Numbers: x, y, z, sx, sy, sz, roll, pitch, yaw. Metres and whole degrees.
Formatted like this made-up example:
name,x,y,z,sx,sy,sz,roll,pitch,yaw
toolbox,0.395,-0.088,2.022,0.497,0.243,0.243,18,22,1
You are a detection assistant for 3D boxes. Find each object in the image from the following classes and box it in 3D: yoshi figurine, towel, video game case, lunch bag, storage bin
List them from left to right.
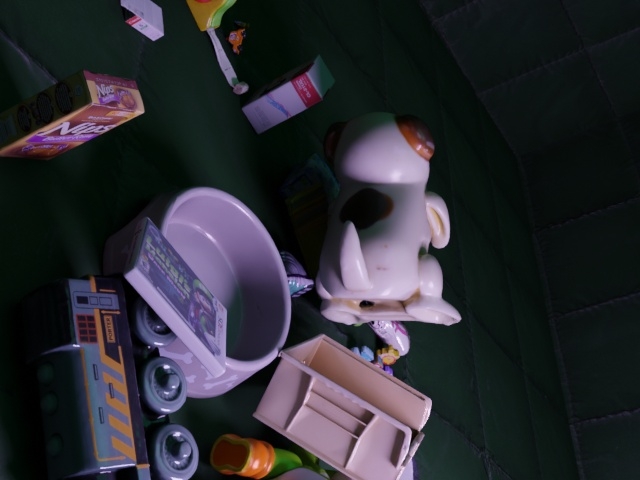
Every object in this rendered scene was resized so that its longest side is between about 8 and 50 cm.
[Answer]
name,x,y,z,sx,sy,sz,roll,pitch,yaw
video game case,-0.190,0.073,1.143,0.190,0.022,0.173,53,9,-22
yoshi figurine,-0.035,0.428,1.383,0.362,0.203,0.203,25,11,-40
lunch bag,-0.009,-0.098,1.874,0.151,0.096,0.129,49,30,-16
towel,0.000,0.000,1.799,0.102,0.021,0.237,-31,115,-31
storage bin,0.052,0.290,1.455,0.260,0.123,0.262,29,6,13

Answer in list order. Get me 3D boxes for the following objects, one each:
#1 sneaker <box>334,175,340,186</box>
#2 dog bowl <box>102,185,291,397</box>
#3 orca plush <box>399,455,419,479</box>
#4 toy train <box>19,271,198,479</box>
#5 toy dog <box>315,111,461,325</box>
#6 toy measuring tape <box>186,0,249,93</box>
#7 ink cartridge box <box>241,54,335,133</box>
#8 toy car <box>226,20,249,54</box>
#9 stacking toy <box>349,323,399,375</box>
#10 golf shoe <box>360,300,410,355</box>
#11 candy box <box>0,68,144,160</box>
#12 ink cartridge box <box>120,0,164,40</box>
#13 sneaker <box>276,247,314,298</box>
name,x,y,z,sx,sy,sz,roll,pitch,yaw
sneaker,0.135,-0.093,2.159,0.300,0.111,0.121,33,47,-49
dog bowl,-0.179,0.070,1.347,0.349,0.102,0.348,35,43,-41
orca plush,0.138,0.529,1.739,0.151,0.102,0.287,7,40,-13
toy train,-0.274,0.196,1.075,0.190,0.142,0.333,9,64,-49
toy dog,0.104,-0.057,1.705,0.395,0.285,0.407,28,61,-53
toy measuring tape,-0.200,-0.476,1.763,0.330,0.121,0.121,65,25,-9
ink cartridge box,-0.070,-0.316,1.829,0.072,0.175,0.127,57,27,-19
toy car,-0.188,-0.455,1.887,0.041,0.060,0.122,15,22,-8
stacking toy,0.110,0.274,1.888,0.221,0.052,0.167,47,31,-36
golf shoe,0.143,0.199,1.996,0.186,0.067,0.086,58,34,-2
candy box,-0.345,-0.164,1.132,0.109,0.187,0.053,-5,75,-64
ink cartridge box,-0.336,-0.421,1.543,0.115,0.029,0.062,27,48,-54
sneaker,-0.088,0.061,1.630,0.098,0.083,0.224,63,12,12
